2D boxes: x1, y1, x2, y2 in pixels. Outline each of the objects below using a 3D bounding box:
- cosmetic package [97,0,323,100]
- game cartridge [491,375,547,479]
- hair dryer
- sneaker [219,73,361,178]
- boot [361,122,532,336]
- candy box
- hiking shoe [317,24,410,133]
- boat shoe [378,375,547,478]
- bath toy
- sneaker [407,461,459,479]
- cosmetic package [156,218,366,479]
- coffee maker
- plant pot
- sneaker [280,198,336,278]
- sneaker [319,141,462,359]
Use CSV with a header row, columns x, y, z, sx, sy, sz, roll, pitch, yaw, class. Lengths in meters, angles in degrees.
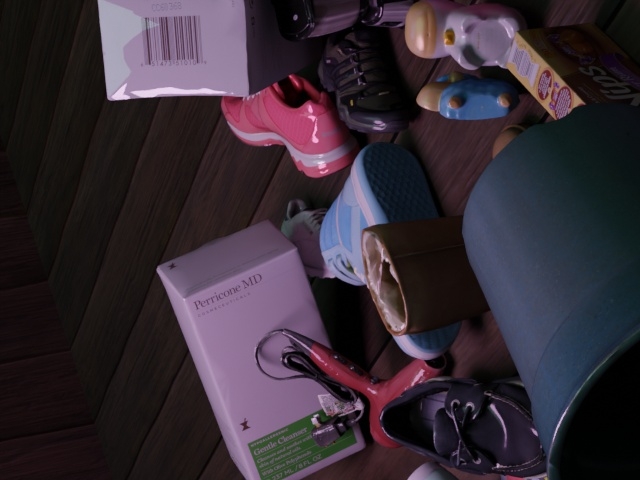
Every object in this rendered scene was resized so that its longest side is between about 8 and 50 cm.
x,y,z,sx,sy,sz,roll,pitch,yaw,class
-0.143,-0.302,2.239,0.385,0.217,0.156,-37,-54,-69,cosmetic package
0.296,0.307,1.955,0.196,0.060,0.294,-21,80,60,game cartridge
0.057,0.213,2.263,0.294,0.080,0.223,-15,125,31,hair dryer
-0.053,-0.208,2.391,0.314,0.116,0.136,30,145,49,sneaker
0.169,-0.021,1.840,0.236,0.270,0.089,68,150,23,boot
0.296,-0.163,1.714,0.186,0.109,0.053,55,144,43,candy box
0.058,-0.234,2.211,0.227,0.086,0.114,-128,34,-46,hiking shoe
0.180,0.233,1.975,0.340,0.113,0.127,14,111,63,boat shoe
0.182,-0.325,1.887,0.129,0.151,0.348,-70,-15,-65,bath toy
0.199,0.405,2.073,0.151,0.094,0.256,39,166,38,sneaker
-0.088,0.178,2.416,0.155,0.197,0.365,43,156,61,cosmetic package
0.032,-0.358,2.109,0.120,0.178,0.171,34,130,50,coffee maker
0.312,0.057,1.542,0.334,0.341,0.341,-116,29,-46,plant pot
0.000,0.000,2.427,0.235,0.090,0.094,22,109,59,sneaker
0.094,0.046,2.200,0.208,0.127,0.319,127,138,-54,sneaker
